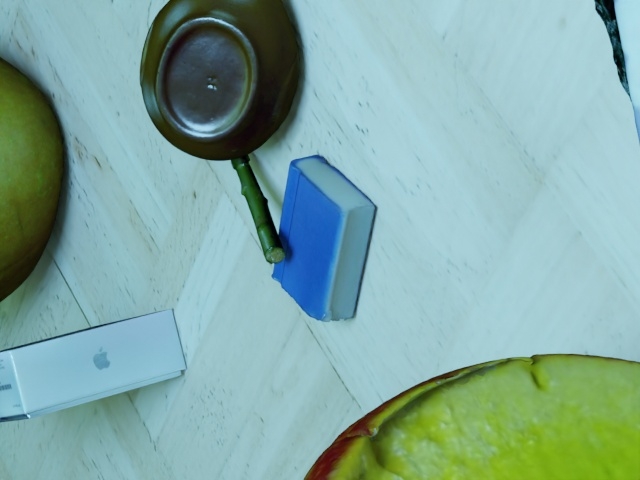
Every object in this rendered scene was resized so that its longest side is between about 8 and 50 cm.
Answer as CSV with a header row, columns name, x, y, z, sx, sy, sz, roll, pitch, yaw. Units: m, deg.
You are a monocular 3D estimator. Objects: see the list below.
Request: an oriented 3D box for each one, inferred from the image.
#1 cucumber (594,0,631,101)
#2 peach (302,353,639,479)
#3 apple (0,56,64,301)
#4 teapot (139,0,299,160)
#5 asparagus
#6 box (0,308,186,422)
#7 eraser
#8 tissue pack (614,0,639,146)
name,x,y,z,sx,sy,sz,roll,pitch,yaw
cucumber,0.162,-0.079,0.915,0.053,0.053,0.181,-26,80,57
peach,0.097,0.190,0.906,0.248,0.275,0.245,41,130,50
apple,-0.303,-0.042,1.511,0.237,0.207,0.237,49,151,40
teapot,-0.058,-0.113,1.225,0.098,0.078,0.129,19,114,7
asparagus,-0.044,-0.030,1.249,0.015,0.018,0.127,-50,38,22
box,-0.186,0.093,1.434,0.130,0.129,0.051,-13,92,58
eraser,0.000,0.000,1.210,0.063,0.027,0.084,43,135,41
tissue pack,0.217,-0.130,0.740,0.242,0.125,0.343,-7,95,57
